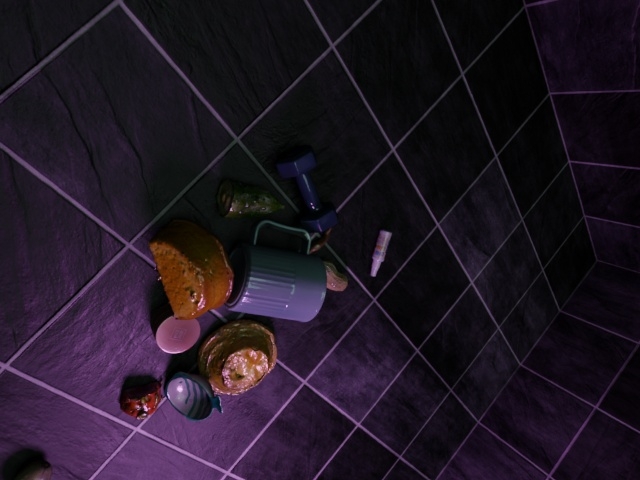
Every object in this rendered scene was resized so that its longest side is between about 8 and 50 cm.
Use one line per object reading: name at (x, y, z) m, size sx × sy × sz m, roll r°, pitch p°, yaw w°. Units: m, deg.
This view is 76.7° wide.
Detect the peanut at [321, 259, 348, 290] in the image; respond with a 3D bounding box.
peanut at (0.038, 0.149, 1.709) m, size 0.214 × 0.090 × 0.099 m, roll 40°, pitch 53°, yaw -36°

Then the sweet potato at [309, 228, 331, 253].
sweet potato at (0.003, 0.002, 1.669) m, size 0.153 × 0.038 × 0.041 m, roll -50°, pitch 147°, yaw -11°

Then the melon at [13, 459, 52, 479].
melon at (-0.930, 0.771, 1.300) m, size 0.131 × 0.098 × 0.098 m, roll -48°, pitch 124°, yaw -10°

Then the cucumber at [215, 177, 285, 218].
cucumber at (-0.234, -0.136, 1.428) m, size 0.244 × 0.134 × 0.135 m, roll 7°, pitch 102°, yaw -37°

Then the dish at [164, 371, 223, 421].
dish at (-0.452, 0.562, 1.493) m, size 0.078 × 0.245 × 0.224 m, roll -47°, pitch 136°, yaw -62°

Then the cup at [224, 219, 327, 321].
cup at (-0.160, 0.123, 1.464) m, size 0.311 × 0.257 × 0.331 m, roll 13°, pitch 113°, yaw -33°

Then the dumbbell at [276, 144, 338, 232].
dumbbell at (-0.046, -0.187, 1.513) m, size 0.159 × 0.144 × 0.325 m, roll -33°, pitch 119°, yaw -21°

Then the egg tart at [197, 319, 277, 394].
egg tart at (-0.307, 0.473, 1.576) m, size 0.340 × 0.129 × 0.342 m, roll -12°, pitch 113°, yaw -29°

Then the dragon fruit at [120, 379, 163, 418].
dragon fruit at (-0.622, 0.570, 1.428) m, size 0.147 × 0.096 × 0.102 m, roll -3°, pitch 103°, yaw -33°

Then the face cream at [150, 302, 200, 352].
face cream at (-0.505, 0.301, 1.407) m, size 0.149 × 0.104 × 0.149 m, roll -10°, pitch 111°, yaw -29°

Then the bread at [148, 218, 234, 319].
bread at (-0.399, 0.093, 1.312) m, size 0.194 × 0.178 × 0.341 m, roll -33°, pitch 113°, yaw -55°

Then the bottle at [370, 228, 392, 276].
bottle at (0.267, 0.058, 1.839) m, size 0.060 × 0.060 × 0.217 m, roll 12°, pitch 99°, yaw -34°
